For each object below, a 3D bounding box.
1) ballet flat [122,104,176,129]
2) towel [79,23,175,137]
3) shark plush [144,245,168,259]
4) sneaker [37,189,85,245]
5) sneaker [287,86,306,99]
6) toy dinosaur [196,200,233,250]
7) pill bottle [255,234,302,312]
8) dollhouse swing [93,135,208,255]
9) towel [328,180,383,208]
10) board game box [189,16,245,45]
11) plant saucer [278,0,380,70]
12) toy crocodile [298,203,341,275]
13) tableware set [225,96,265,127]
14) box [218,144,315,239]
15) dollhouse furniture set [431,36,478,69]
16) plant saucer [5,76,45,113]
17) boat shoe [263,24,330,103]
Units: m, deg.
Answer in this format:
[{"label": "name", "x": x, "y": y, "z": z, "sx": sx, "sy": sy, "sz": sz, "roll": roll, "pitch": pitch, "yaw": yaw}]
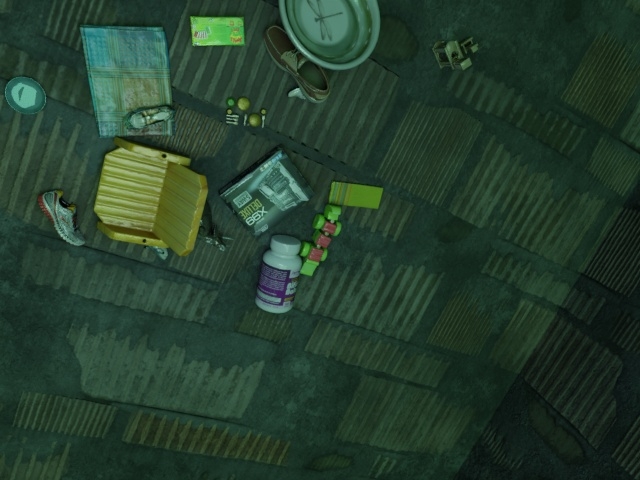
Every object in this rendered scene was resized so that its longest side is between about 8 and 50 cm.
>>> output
[{"label": "ballet flat", "x": -0.601, "y": -0.432, "z": 1.658, "sx": 0.188, "sy": 0.070, "sz": 0.070, "roll": -21, "pitch": 115, "yaw": -7}, {"label": "towel", "x": -0.658, "y": -0.547, "z": 1.646, "sx": 0.271, "sy": 0.040, "sz": 0.371, "roll": -5, "pitch": 112, "yaw": -14}, {"label": "shark plush", "x": -0.670, "y": 0.021, "z": 1.859, "sx": 0.161, "sy": 0.073, "sz": 0.067, "roll": 28, "pitch": 131, "yaw": -29}, {"label": "sneaker", "x": -0.923, "y": -0.079, "z": 1.723, "sx": 0.092, "sy": 0.088, "sz": 0.226, "roll": -27, "pitch": 116, "yaw": -6}, {"label": "sneaker", "x": -0.045, "y": -0.556, "z": 1.815, "sx": 0.161, "sy": 0.057, "sz": 0.076, "roll": -18, "pitch": 109, "yaw": -12}, {"label": "toy dinosaur", "x": -0.476, "y": -0.090, "z": 1.844, "sx": 0.160, "sy": 0.120, "sz": 0.314, "roll": -36, "pitch": 112, "yaw": -51}, {"label": "pill bottle", "x": -0.170, "y": 0.136, "z": 1.988, "sx": 0.169, "sy": 0.169, "sz": 0.302, "roll": 6, "pitch": 109, "yaw": -19}, {"label": "dollhouse swing", "x": -0.600, "y": -0.139, "z": 1.654, "sx": 0.314, "sy": 0.305, "sz": 0.347, "roll": 12, "pitch": 103, "yaw": -29}, {"label": "towel", "x": 0.151, "y": -0.195, "z": 2.039, "sx": 0.237, "sy": 0.021, "sz": 0.102, "roll": 5, "pitch": 115, "yaw": -19}, {"label": "board game box", "x": -0.359, "y": -0.732, "z": 1.660, "sx": 0.181, "sy": 0.043, "sz": 0.092, "roll": -6, "pitch": 113, "yaw": -14}, {"label": "plant saucer", "x": 0.023, "y": -0.797, "z": 1.680, "sx": 0.399, "sy": 0.100, "sz": 0.401, "roll": -1, "pitch": 92, "yaw": -27}, {"label": "toy crocodile", "x": 0.000, "y": 0.000, "z": 2.021, "sx": 0.115, "sy": 0.105, "sz": 0.341, "roll": 22, "pitch": 104, "yaw": -23}, {"label": "tableware set", "x": -0.282, "y": -0.486, "z": 1.793, "sx": 0.153, "sy": 0.024, "sz": 0.104, "roll": 3, "pitch": 107, "yaw": -16}, {"label": "box", "x": -0.213, "y": -0.190, "z": 1.897, "sx": 0.307, "sy": 0.076, "sz": 0.243, "roll": -37, "pitch": 117, "yaw": -1}, {"label": "dollhouse furniture set", "x": 0.555, "y": -0.756, "z": 1.847, "sx": 0.160, "sy": 0.182, "sz": 0.101, "roll": -34, "pitch": 116, "yaw": -1}, {"label": "plant saucer", "x": -0.982, "y": -0.484, "z": 1.583, "sx": 0.119, "sy": 0.021, "sz": 0.120, "roll": -6, "pitch": 112, "yaw": -14}, {"label": "boat shoe", "x": -0.074, "y": -0.648, "z": 1.708, "sx": 0.324, "sy": 0.116, "sz": 0.123, "roll": 46, "pitch": 80, "yaw": -10}]
